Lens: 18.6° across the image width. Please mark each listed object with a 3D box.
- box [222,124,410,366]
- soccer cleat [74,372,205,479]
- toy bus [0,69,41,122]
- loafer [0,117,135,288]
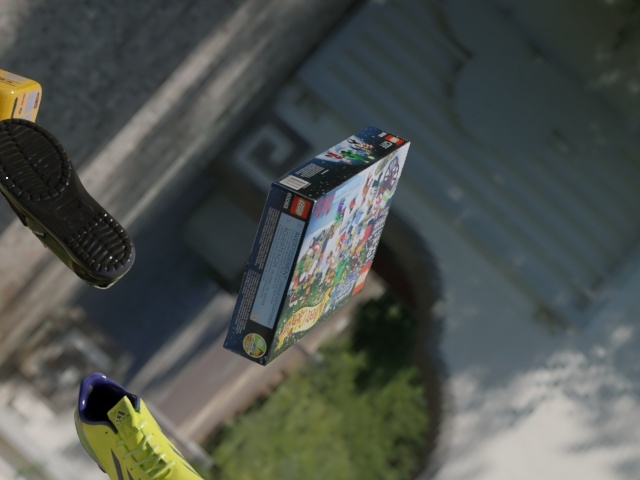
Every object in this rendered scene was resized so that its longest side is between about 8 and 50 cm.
[{"bbox_3d":[0.000,0.000,1.729,0.233,0.044,0.159,-35,144,-63],"label":"box"},{"bbox_3d":[-0.221,0.258,2.381,0.093,0.289,0.121,-24,124,-24],"label":"soccer cleat"},{"bbox_3d":[-0.505,-0.181,2.273,0.130,0.332,0.108,-46,154,-73],"label":"toy bus"},{"bbox_3d":[-0.275,-0.030,1.981,0.080,0.220,0.078,-28,158,-28],"label":"loafer"}]
